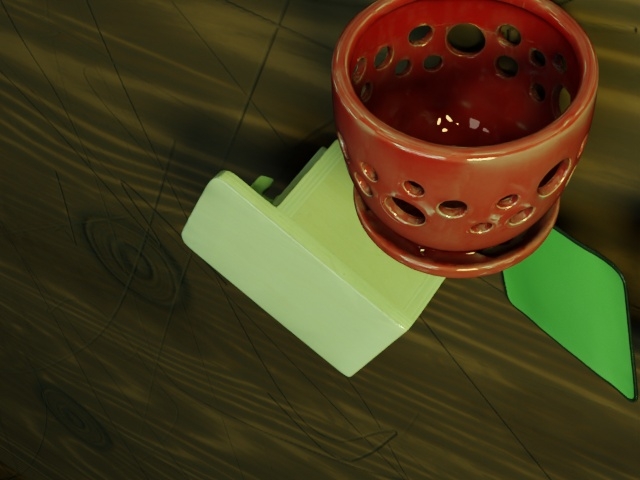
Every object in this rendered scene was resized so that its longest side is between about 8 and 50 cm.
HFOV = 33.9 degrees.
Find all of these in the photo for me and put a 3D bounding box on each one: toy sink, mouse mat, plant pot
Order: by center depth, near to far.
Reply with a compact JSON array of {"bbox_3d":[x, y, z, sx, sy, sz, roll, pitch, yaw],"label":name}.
[{"bbox_3d":[0.104,-0.077,0.809,0.191,0.191,0.174,29,148,23],"label":"plant pot"},{"bbox_3d":[0.211,0.043,0.926,0.189,0.007,0.152,43,156,50],"label":"mouse mat"},{"bbox_3d":[0.000,0.000,1.067,0.234,0.131,0.153,39,148,0],"label":"toy sink"}]
